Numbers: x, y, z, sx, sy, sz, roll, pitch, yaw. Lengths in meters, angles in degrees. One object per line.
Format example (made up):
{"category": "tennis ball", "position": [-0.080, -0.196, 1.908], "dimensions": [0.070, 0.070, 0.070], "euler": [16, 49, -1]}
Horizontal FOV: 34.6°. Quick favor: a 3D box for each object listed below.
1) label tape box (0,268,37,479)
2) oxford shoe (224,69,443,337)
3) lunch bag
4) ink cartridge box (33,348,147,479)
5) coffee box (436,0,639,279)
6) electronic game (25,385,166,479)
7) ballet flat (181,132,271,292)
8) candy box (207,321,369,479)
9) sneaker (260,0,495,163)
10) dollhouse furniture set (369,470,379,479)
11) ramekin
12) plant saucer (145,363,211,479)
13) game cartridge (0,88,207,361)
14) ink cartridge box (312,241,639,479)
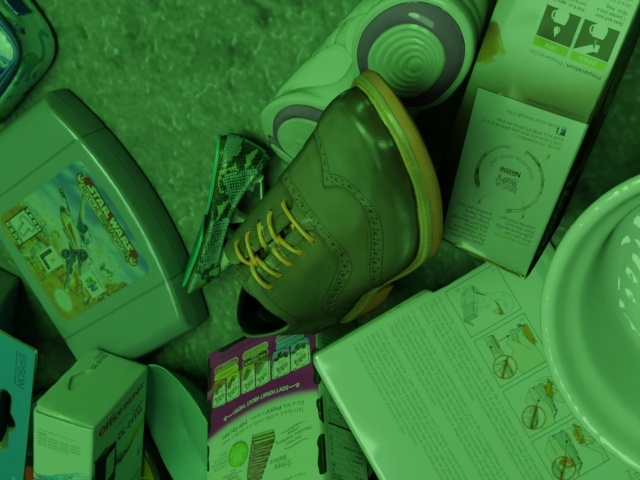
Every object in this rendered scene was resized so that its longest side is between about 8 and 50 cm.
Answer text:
{"category": "label tape box", "position": [-0.457, 0.144, 1.270], "dimensions": [0.334, 0.106, 0.240], "euler": [23, 119, 18]}
{"category": "oxford shoe", "position": [0.000, 0.000, 0.829], "dimensions": [0.130, 0.133, 0.363], "euler": [58, 160, 20]}
{"category": "lunch bag", "position": [-0.398, -0.235, 1.096], "dimensions": [0.176, 0.090, 0.219], "euler": [-38, 91, 31]}
{"category": "ink cartridge box", "position": [-0.252, 0.228, 1.129], "dimensions": [0.072, 0.127, 0.175], "euler": [16, 120, 13]}
{"category": "coffee box", "position": [0.175, -0.115, 0.806], "dimensions": [0.098, 0.141, 0.246], "euler": [25, 119, 15]}
{"category": "electronic game", "position": [-0.286, 0.283, 1.272], "dimensions": [0.229, 0.048, 0.229], "euler": [10, 115, 24]}
{"category": "ballet flat", "position": [-0.092, -0.018, 1.040], "dimensions": [0.070, 0.070, 0.188], "euler": [29, 125, 15]}
{"category": "candy box", "position": [-0.035, 0.198, 1.006], "dimensions": [0.159, 0.233, 0.071], "euler": [-29, 139, 34]}
{"category": "sneaker", "position": [0.056, -0.148, 0.884], "dimensions": [0.114, 0.152, 0.305], "euler": [39, 147, -13]}
{"category": "dollhouse furniture set", "position": [0.007, 0.352, 1.075], "dimensions": [0.242, 0.161, 0.212], "euler": [-7, 107, 30]}
{"category": "ramekin", "position": [0.323, 0.052, 0.799], "dimensions": [0.277, 0.135, 0.277], "euler": [10, 114, 24]}
{"category": "plant saucer", "position": [-0.137, 0.219, 1.144], "dimensions": [0.195, 0.037, 0.195], "euler": [37, 140, 40]}
{"category": "game cartridge", "position": [-0.258, -0.006, 1.136], "dimensions": [0.198, 0.062, 0.297], "euler": [-29, 95, 38]}
{"category": "ink cartridge box", "position": [0.160, 0.164, 0.931], "dimensions": [0.239, 0.060, 0.275], "euler": [-29, 86, -3]}
